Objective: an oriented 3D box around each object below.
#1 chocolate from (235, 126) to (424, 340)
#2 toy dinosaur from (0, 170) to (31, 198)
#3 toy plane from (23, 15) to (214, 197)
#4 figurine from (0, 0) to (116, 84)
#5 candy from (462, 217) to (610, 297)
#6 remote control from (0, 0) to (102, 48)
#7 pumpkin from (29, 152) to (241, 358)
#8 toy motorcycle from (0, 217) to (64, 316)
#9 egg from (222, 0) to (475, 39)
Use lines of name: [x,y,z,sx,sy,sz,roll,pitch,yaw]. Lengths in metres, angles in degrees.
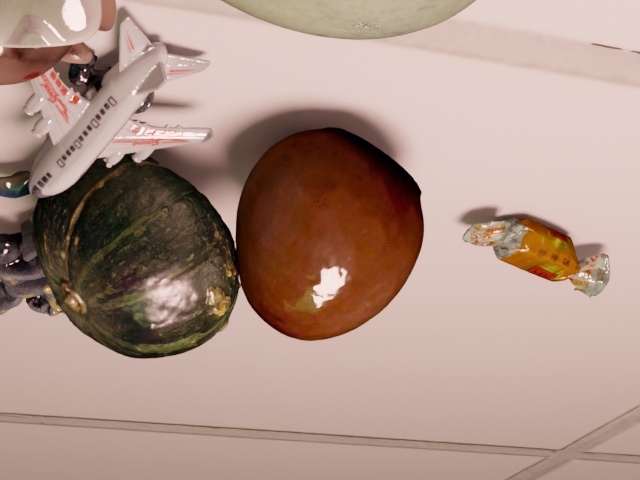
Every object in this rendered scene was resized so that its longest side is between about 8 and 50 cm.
chocolate: [0.000,0.000,0.886,0.177,0.176,0.176,-1,153,-1]
toy dinosaur: [-0.346,-0.079,0.834,0.248,0.075,0.188,-2,158,-14]
toy plane: [-0.165,-0.092,0.807,0.171,0.065,0.162,-35,140,30]
figurine: [-0.203,-0.143,0.651,0.138,0.125,0.125,4,157,21]
candy: [0.216,0.009,1.061,0.182,0.046,0.053,23,148,-31]
remote control: [-0.149,-0.199,0.523,0.073,0.044,0.229,-4,121,-9]
pumpkin: [-0.152,0.013,0.908,0.146,0.190,0.190,-26,160,-20]
toy motorcycle: [-0.262,0.022,1.042,0.124,0.061,0.193,10,146,-34]
egg: [-0.004,-0.187,0.517,0.236,0.169,0.169,23,145,-34]
